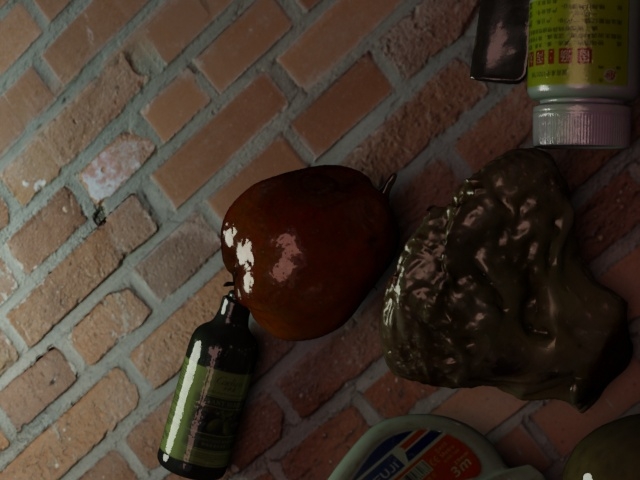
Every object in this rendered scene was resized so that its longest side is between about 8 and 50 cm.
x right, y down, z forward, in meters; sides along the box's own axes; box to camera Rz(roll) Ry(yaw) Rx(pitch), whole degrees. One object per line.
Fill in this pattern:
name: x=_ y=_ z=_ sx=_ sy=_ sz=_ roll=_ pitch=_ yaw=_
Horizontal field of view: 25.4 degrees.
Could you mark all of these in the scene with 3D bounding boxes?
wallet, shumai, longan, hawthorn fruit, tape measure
wallet: x=0.243 y=-0.285 z=1.868 sx=0.082 sy=0.018 sz=0.156 roll=8 pitch=94 yaw=24
shumai: x=0.244 y=0.083 z=1.764 sx=0.283 sy=0.217 sz=0.346 roll=42 pitch=107 yaw=18
longan: x=0.405 y=0.320 z=1.705 sx=0.246 sy=0.215 sz=0.246 roll=-19 pitch=63 yaw=43
hawthorn fruit: x=0.000 y=0.000 z=1.879 sx=0.261 sy=0.224 sz=0.224 roll=-29 pitch=79 yaw=7
tape measure: x=0.138 y=0.345 z=1.826 sx=0.243 sy=0.125 sz=0.246 roll=-36 pitch=55 yaw=-21

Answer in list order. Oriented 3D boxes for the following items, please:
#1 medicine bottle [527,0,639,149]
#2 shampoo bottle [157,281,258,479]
medicine bottle: x=0.327 y=-0.227 z=1.766 sx=0.139 sy=0.139 sz=0.225 roll=2 pitch=92 yaw=24
shampoo bottle: x=-0.148 y=0.192 z=2.003 sx=0.101 sy=0.101 sz=0.284 roll=19 pitch=98 yaw=23
